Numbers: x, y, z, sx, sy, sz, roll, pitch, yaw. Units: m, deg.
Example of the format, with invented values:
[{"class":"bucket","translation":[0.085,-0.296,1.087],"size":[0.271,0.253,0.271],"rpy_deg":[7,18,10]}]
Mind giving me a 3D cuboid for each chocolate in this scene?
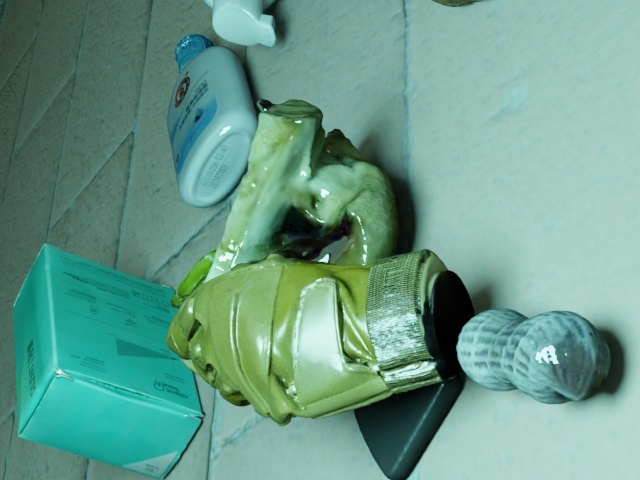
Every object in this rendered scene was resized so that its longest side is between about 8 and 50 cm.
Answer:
[{"class":"chocolate","translation":[0.165,0.089,1.079],"size":[0.167,0.072,0.072],"rpy_deg":[0,71,67]}]

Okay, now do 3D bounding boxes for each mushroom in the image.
[{"class":"mushroom","translation":[0.003,0.005,1.429],"size":[0.212,0.217,0.292],"rpy_deg":[14,102,24]}]

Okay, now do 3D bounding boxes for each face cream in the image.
[{"class":"face cream","translation":[-0.115,-0.406,1.954],"size":[0.145,0.145,0.369],"rpy_deg":[-48,31,38]},{"class":"face cream","translation":[-0.160,-0.192,1.955],"size":[0.163,0.080,0.336],"rpy_deg":[-55,28,25]}]

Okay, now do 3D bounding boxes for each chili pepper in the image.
[{"class":"chili pepper","translation":[-0.147,0.043,1.800],"size":[0.208,0.043,0.049],"rpy_deg":[-29,71,62]}]

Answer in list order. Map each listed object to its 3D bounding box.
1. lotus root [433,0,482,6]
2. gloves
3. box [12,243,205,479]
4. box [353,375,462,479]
[{"class":"lotus root","translation":[0.147,-0.300,1.413],"size":[0.122,0.081,0.112],"rpy_deg":[-4,65,64]},{"class":"gloves","translation":[-0.023,0.086,1.233],"size":[0.331,0.141,0.154],"rpy_deg":[-10,92,36]},{"class":"box","translation":[-0.283,0.152,1.789],"size":[0.118,0.205,0.311],"rpy_deg":[-61,26,21]},{"class":"box","translation":[0.078,0.144,1.273],"size":[0.125,0.027,0.126],"rpy_deg":[-63,26,19]}]
